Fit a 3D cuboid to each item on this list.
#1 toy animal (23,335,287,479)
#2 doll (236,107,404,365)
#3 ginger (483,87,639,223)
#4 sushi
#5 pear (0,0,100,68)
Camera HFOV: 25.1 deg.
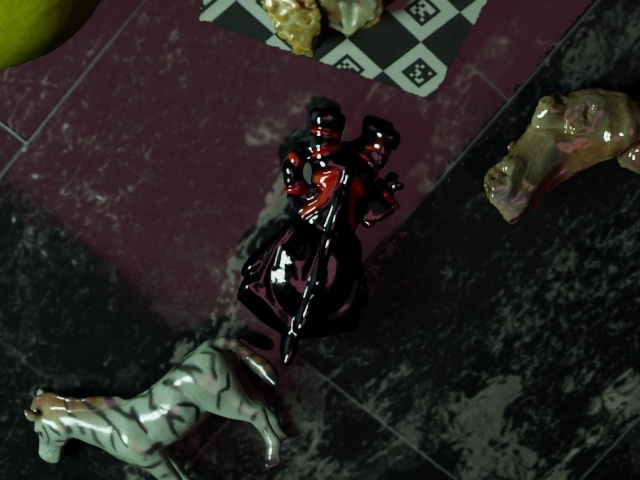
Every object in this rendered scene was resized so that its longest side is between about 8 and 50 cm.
[{"bbox_3d":[-0.154,0.200,1.434,0.255,0.090,0.170,-19,102,-2],"label":"toy animal"},{"bbox_3d":[0.001,0.000,1.396,0.127,0.088,0.249,14,95,13],"label":"doll"},{"bbox_3d":[0.291,-0.101,1.397,0.290,0.084,0.122,-18,128,-3],"label":"ginger"},{"bbox_3d":[0.041,-0.259,1.276,0.264,0.050,0.290,18,129,-9],"label":"sushi"},{"bbox_3d":[-0.289,-0.292,1.191,0.253,0.253,0.307,1,128,-5],"label":"pear"}]
